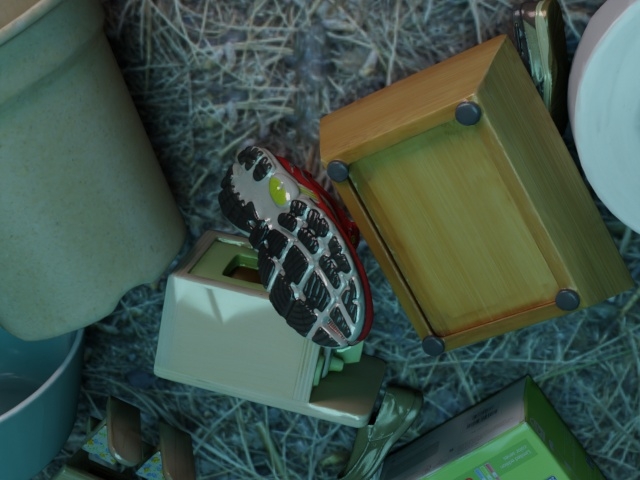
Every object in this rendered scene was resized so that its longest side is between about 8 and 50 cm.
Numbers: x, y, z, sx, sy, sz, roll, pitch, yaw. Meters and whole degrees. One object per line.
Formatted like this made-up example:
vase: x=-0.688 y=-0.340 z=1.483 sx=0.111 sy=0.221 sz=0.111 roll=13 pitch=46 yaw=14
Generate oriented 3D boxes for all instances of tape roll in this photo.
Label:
tape roll: x=0.383 y=-0.131 z=1.211 sx=0.286 sy=0.100 sz=0.286 roll=2 pitch=111 yaw=5

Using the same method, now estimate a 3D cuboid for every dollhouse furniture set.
dollhouse furniture set: x=-0.209 y=0.337 z=1.429 sx=0.242 sy=0.161 sz=0.212 roll=32 pitch=116 yaw=-30

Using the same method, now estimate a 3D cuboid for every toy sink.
toy sink: x=-0.040 y=0.087 z=1.359 sx=0.234 sy=0.153 sz=0.131 roll=14 pitch=111 yaw=7

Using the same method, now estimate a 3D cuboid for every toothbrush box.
toothbrush box: x=0.225 y=0.328 z=1.409 sx=0.206 sy=0.122 sz=0.283 roll=-34 pitch=99 yaw=20

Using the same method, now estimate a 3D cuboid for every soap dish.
soap dish: x=0.148 y=-0.030 z=1.273 sx=0.229 sy=0.118 sz=0.291 roll=-21 pitch=106 yaw=33

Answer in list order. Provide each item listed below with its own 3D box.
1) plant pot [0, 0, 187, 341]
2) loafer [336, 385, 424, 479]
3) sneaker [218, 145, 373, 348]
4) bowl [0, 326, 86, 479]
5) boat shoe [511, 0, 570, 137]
plant pot: x=-0.301 y=-0.079 z=1.284 sx=0.334 sy=0.334 sz=0.305 roll=-21 pitch=115 yaw=18
loafer: x=0.060 y=0.222 z=1.442 sx=0.050 sy=0.056 sz=0.148 roll=35 pitch=102 yaw=-2
sneaker: x=0.000 y=0.000 z=1.272 sx=0.118 sy=0.279 sz=0.107 roll=15 pitch=121 yaw=-38
bowl: x=-0.394 y=0.172 z=1.408 sx=0.312 sy=0.311 sz=0.163 roll=-2 pitch=128 yaw=12
boat shoe: x=0.220 y=-0.170 z=1.271 sx=0.049 sy=0.056 sz=0.152 roll=9 pitch=120 yaw=32
